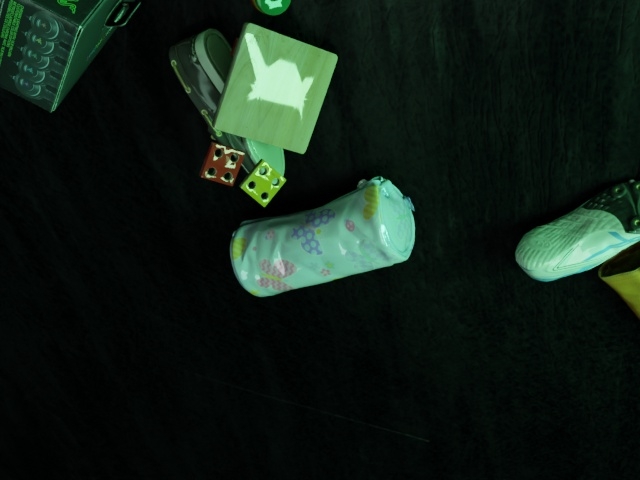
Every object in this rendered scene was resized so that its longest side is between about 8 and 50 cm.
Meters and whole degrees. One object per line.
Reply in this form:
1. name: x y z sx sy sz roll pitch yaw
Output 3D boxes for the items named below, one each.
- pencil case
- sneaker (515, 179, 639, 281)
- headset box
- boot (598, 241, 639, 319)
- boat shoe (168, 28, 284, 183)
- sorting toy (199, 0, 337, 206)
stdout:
1. pencil case: 0.000 0.000 1.197 0.273 0.113 0.124 -18 116 29
2. sneaker: 0.380 -0.012 1.111 0.237 0.085 0.086 -25 148 30
3. headset box: -0.340 -0.307 0.907 0.283 0.246 0.131 29 134 -11
4. boot: 0.543 0.045 1.092 0.211 0.104 0.295 39 135 -21
5. boat shoe: -0.121 -0.170 1.098 0.068 0.081 0.228 -11 122 28
6. sorting toy: -0.066 -0.183 1.036 0.132 0.046 0.275 12 104 -32
